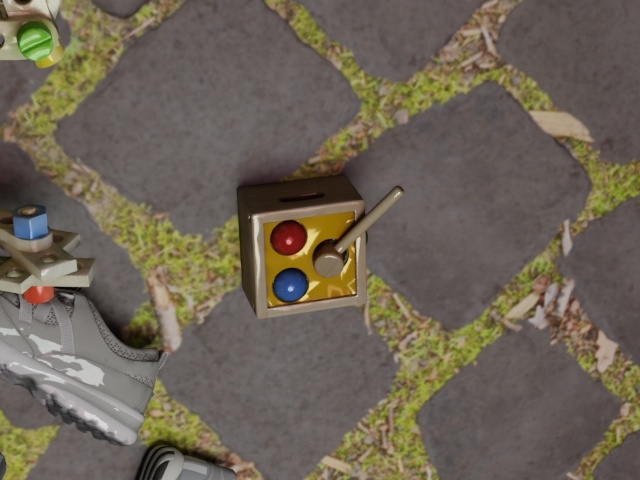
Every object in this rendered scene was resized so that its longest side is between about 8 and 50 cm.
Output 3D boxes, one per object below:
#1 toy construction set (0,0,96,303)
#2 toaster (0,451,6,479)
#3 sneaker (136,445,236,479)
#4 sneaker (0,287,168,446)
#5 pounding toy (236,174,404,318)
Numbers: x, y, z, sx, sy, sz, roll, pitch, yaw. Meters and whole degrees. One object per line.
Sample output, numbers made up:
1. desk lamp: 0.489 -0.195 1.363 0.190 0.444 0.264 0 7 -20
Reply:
1. toy construction set: -0.294 -0.106 1.231 0.215 0.151 0.328 -7 103 -13
2. toaster: -0.401 0.226 1.334 0.168 0.110 0.186 -39 103 4
3. sneaker: -0.145 0.329 1.485 0.132 0.086 0.229 15 107 -23
4. sneaker: -0.272 0.080 1.353 0.281 0.105 0.115 38 66 -23
5. pounding toy: 0.000 0.000 1.373 0.141 0.100 0.130 -8 115 -12
